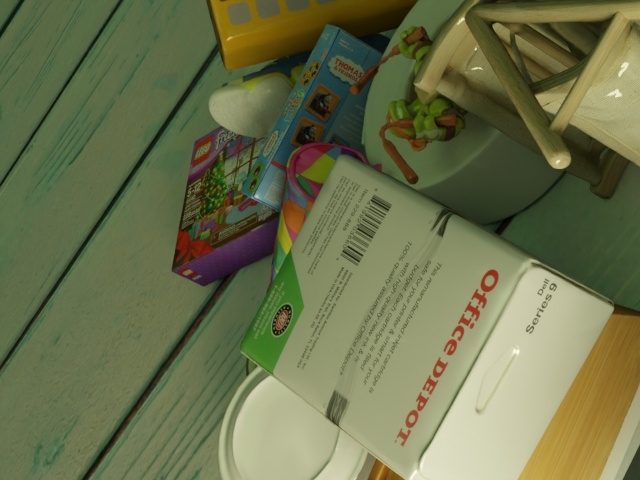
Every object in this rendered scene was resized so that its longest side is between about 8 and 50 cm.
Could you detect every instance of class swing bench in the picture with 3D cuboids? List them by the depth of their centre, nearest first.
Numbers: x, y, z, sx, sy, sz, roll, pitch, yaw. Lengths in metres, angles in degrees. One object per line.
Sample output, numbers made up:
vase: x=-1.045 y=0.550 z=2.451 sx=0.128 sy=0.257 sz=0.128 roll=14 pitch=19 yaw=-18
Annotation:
swing bench: x=0.264 y=-0.120 z=1.548 sx=0.165 sy=0.253 sz=0.254 roll=-59 pitch=32 yaw=6

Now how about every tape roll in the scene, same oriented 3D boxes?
tape roll: x=0.172 y=-0.161 z=1.864 sx=0.286 sy=0.100 sz=0.286 roll=-35 pitch=42 yaw=38

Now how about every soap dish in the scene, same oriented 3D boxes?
soap dish: x=0.166 y=0.173 z=1.605 sx=0.229 sy=0.118 sz=0.291 roll=19 pitch=84 yaw=59

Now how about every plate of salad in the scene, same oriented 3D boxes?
plate of salad: x=-0.024 y=0.211 z=1.891 sx=0.200 sy=0.048 sz=0.200 roll=-15 pitch=61 yaw=29

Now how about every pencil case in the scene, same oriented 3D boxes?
pencil case: x=0.000 y=0.000 z=1.917 sx=0.236 sy=0.104 sz=0.104 roll=103 pitch=168 yaw=-49

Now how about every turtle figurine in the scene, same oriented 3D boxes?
turtle figurine: x=0.140 y=-0.158 z=1.726 sx=0.217 sy=0.087 sz=0.269 roll=-40 pitch=23 yaw=17

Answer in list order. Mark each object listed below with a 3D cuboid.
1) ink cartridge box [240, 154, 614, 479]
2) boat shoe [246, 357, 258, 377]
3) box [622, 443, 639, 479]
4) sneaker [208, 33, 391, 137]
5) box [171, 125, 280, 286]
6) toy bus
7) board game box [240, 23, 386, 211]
ink cartridge box: x=0.085 y=0.076 z=1.542 sx=0.289 sy=0.121 sz=0.211 roll=34 pitch=97 yaw=51
boat shoe: x=-0.040 y=0.168 z=1.977 sx=0.072 sy=0.068 sz=0.190 roll=-8 pitch=72 yaw=38
box: x=0.306 y=0.228 z=1.292 sx=0.103 sy=0.184 sz=0.261 roll=24 pitch=87 yaw=59
sneaker: x=-0.014 y=-0.193 z=2.079 sx=0.091 sy=0.240 sz=0.126 roll=88 pitch=177 yaw=-48
box: x=-0.068 y=-0.080 z=2.199 sx=0.293 sy=0.057 sz=0.201 roll=-26 pitch=46 yaw=45
toy bus: x=0.035 y=-0.304 z=2.015 sx=0.108 sy=0.332 sz=0.130 roll=95 pitch=160 yaw=-77
board game box: x=0.026 y=-0.113 z=1.986 sx=0.211 sy=0.160 sz=0.039 roll=-62 pitch=30 yaw=2
